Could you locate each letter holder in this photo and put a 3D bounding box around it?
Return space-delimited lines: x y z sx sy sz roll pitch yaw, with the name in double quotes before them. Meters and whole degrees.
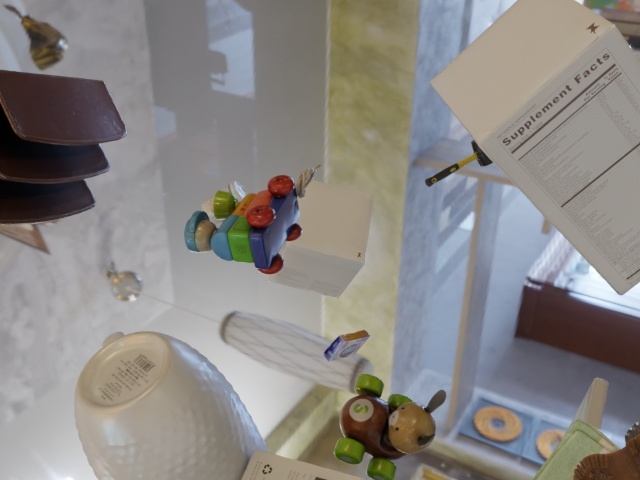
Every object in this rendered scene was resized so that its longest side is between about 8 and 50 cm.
"letter holder" -0.471 -0.157 1.278 0.214 0.152 0.302 63 -160 1

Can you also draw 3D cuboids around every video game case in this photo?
"video game case" 0.536 0.506 1.597 0.329 0.036 0.300 -53 -22 -46

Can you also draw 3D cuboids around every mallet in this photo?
"mallet" 0.293 -0.169 1.569 0.189 0.039 0.062 -22 -78 -28

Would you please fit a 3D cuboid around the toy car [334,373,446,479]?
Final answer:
"toy car" 0.137 0.315 1.271 0.149 0.188 0.155 35 -125 -20

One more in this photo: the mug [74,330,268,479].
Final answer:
"mug" -0.293 0.306 1.312 0.276 0.374 0.328 -32 -51 -15

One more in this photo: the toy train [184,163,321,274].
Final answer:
"toy train" -0.101 -0.055 1.158 0.248 0.143 0.105 -63 -28 -51

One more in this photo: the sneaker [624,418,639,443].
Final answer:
"sneaker" 0.791 0.386 1.568 0.115 0.281 0.105 51 -168 -14

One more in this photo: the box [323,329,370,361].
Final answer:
"box" 0.067 0.281 1.971 0.136 0.028 0.081 -6 -42 -53

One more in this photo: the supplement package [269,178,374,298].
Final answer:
"supplement package" 0.000 0.000 1.931 0.263 0.199 0.198 121 162 -63

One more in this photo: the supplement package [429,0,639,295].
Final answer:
"supplement package" 0.238 -0.089 0.671 0.139 0.134 0.244 -41 -58 16

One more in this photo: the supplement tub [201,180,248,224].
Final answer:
"supplement tub" -0.240 -0.095 1.871 0.107 0.071 0.071 -34 -20 17

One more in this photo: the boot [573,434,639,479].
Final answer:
"boot" 0.378 0.274 0.883 0.084 0.059 0.158 4 -33 -31

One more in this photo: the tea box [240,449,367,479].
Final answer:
"tea box" -0.033 0.585 1.237 0.329 0.220 0.323 -64 -32 -33

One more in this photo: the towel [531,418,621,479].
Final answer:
"towel" 0.446 0.455 1.074 0.248 0.325 0.038 -51 -18 -9
